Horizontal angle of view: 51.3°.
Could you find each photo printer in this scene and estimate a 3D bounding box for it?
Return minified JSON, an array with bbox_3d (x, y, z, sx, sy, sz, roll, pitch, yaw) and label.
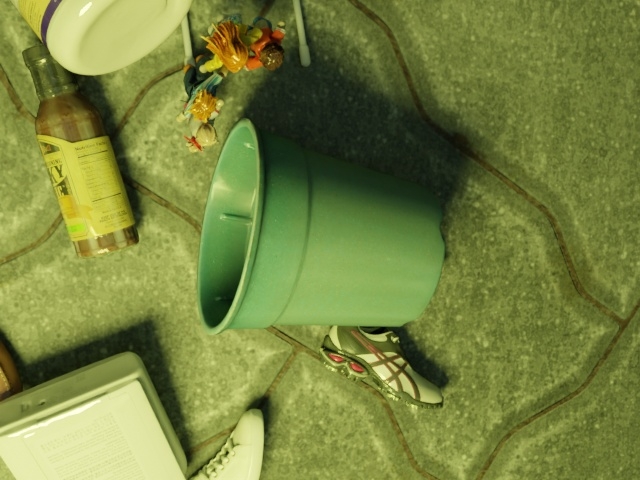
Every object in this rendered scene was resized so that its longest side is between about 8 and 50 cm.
[{"bbox_3d":[-0.374,0.362,1.130,0.256,0.107,0.307,-22,122,-12],"label":"photo printer"}]

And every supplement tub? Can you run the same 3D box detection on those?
[{"bbox_3d":[-0.366,-0.435,0.960,0.241,0.241,0.331,-38,87,-5],"label":"supplement tub"}]

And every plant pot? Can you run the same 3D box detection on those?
[{"bbox_3d":[0.000,0.000,1.102,0.334,0.341,0.340,8,96,-22],"label":"plant pot"}]

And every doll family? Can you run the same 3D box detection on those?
[{"bbox_3d":[-0.167,-0.261,1.050,0.118,0.163,0.263,29,113,-34],"label":"doll family"}]

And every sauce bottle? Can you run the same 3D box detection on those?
[{"bbox_3d":[-0.396,-0.144,1.089,0.112,0.111,0.344,-17,99,-10],"label":"sauce bottle"}]

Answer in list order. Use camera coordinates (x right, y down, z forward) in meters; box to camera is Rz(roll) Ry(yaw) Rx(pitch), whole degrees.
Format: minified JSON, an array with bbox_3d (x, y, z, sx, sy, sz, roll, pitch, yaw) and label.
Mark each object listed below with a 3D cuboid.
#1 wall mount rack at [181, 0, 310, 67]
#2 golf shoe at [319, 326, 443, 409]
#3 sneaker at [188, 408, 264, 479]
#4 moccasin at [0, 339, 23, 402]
[{"bbox_3d":[-0.135,-0.442,1.102,0.350,0.130,0.304,-9,132,-10],"label":"wall mount rack"},{"bbox_3d":[0.133,0.234,1.266,0.273,0.105,0.120,29,84,-15],"label":"golf shoe"},{"bbox_3d":[-0.188,0.440,1.218,0.123,0.106,0.289,17,95,-17],"label":"sneaker"},{"bbox_3d":[-0.621,0.143,1.057,0.139,0.147,0.379,-30,103,-7],"label":"moccasin"}]
